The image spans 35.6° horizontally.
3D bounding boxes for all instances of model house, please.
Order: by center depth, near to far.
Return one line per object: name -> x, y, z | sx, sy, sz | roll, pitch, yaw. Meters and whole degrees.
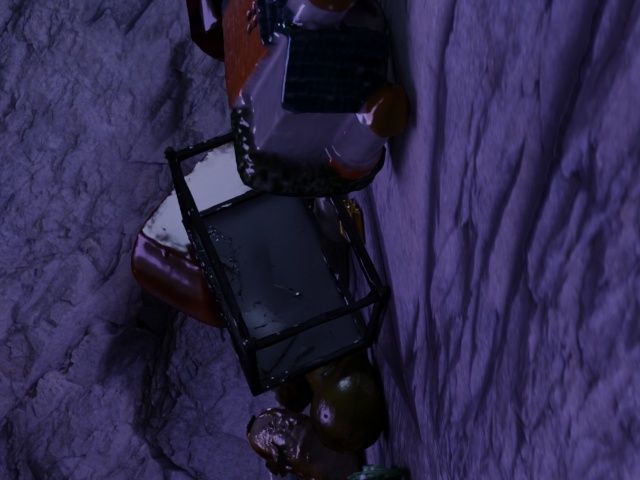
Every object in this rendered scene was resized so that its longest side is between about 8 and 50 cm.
model house -> 0.017, -0.218, 1.098 | 0.301, 0.190, 0.271 | 134, 133, -64

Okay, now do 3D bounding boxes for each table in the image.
table -> -0.071, 0.017, 1.532 | 0.272, 0.222, 0.335 | 96, 151, -67

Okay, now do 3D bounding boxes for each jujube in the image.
jujube -> -0.159, -0.511, 1.994 | 0.258, 0.259, 0.376 | 88, -176, -50

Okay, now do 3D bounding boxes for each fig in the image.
fig -> 0.037, 0.254, 1.640 | 0.133, 0.127, 0.184 | 66, -173, -58

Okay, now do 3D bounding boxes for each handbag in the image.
handbag -> 0.050, -0.029, 1.585 | 0.083, 0.027, 0.061 | -122, 26, -70

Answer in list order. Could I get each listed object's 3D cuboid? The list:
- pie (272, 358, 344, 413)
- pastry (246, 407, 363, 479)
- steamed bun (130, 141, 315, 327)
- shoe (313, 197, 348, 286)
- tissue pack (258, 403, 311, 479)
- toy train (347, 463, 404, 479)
pie -> -0.054, 0.144, 2.130 | 0.395, 0.181, 0.418 | 68, -170, -47
pastry -> -0.032, 0.439, 2.051 | 0.236, 0.120, 0.257 | 8, 152, 47
steamed bun -> -0.166, -0.001, 1.865 | 0.379, 0.235, 0.248 | -52, -22, -34
shoe -> 0.000, 0.000, 1.794 | 0.274, 0.098, 0.103 | 90, 167, -47
tissue pack -> -0.031, 0.521, 2.325 | 0.124, 0.202, 0.271 | 111, 152, -64
toy train -> 0.039, 0.411, 1.496 | 0.243, 0.188, 0.132 | 107, 154, -75
